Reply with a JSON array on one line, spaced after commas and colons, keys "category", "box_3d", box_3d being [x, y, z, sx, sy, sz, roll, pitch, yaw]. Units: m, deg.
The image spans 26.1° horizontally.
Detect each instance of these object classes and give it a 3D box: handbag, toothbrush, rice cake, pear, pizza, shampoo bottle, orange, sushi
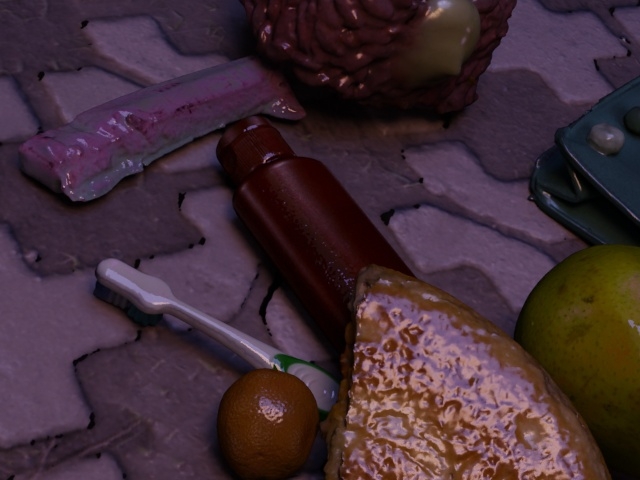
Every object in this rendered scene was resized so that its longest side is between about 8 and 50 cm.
[{"category": "handbag", "box_3d": [0.380, -0.056, 1.362, 0.274, 0.100, 0.269, 42, 45, 20]}, {"category": "toothbrush", "box_3d": [0.006, 0.124, 1.074, 0.418, 0.040, 0.042, 28, 52, 5]}, {"category": "rice cake", "box_3d": [-0.132, -0.106, 1.235, 0.290, 0.051, 0.081, -25, 59, -38]}, {"category": "pear", "box_3d": [0.250, 0.100, 1.087, 0.187, 0.187, 0.219, 9, 27, -14]}, {"category": "pizza", "box_3d": [0.089, 0.176, 1.009, 0.226, 0.086, 0.335, -31, 76, -12]}, {"category": "shampoo bottle", "box_3d": [0.000, 0.000, 1.177, 0.102, 0.064, 0.260, -17, 55, -33]}, {"category": "orange", "box_3d": [-0.039, 0.137, 1.020, 0.085, 0.085, 0.085, 12, 44, -12]}, {"category": "sushi", "box_3d": [0.069, -0.235, 1.330, 0.270, 0.171, 0.236, 8, 37, -38]}]
